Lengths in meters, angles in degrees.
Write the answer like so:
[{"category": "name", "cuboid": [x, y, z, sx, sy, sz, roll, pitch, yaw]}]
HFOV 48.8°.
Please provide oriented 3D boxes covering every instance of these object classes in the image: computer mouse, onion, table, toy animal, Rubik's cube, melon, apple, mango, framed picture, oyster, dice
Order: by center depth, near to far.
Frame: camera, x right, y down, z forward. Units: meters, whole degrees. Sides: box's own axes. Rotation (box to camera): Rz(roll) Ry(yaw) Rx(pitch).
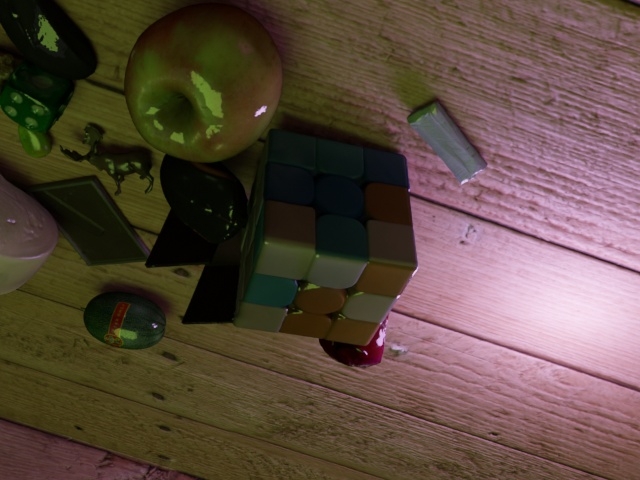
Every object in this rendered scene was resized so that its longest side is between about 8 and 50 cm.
[{"category": "apple", "cuboid": [-0.231, -0.329, 1.454, 0.318, 0.277, 0.319, 10, 129, 13]}, {"category": "computer mouse", "cuboid": [-0.618, -0.456, 1.569, 0.137, 0.086, 0.270, -17, 128, 31]}, {"category": "Rubik's cube", "cuboid": [0.000, 0.000, 1.640, 0.344, 0.347, 0.347, 10, 141, -13]}, {"category": "dice", "cuboid": [-0.671, -0.341, 1.674, 0.128, 0.131, 0.120, 30, 136, -15]}, {"category": "oyster", "cuboid": [-0.807, -0.381, 1.680, 0.232, 0.107, 0.161, -4, 145, 44]}, {"category": "computer mouse", "cuboid": [-0.297, -0.120, 1.698, 0.323, 0.116, 0.183, 39, 124, 38]}, {"category": "toy animal", "cuboid": [-0.542, -0.208, 1.823, 0.214, 0.094, 0.186, -4, 140, 11]}, {"category": "mango", "cuboid": [-0.744, -0.264, 1.836, 0.073, 0.056, 0.108, -11, 130, 20]}, {"category": "table", "cuboid": [-0.291, 0.037, 1.854, 0.196, 0.282, 0.251, -2, 136, 18]}, {"category": "onion", "cuboid": [0.089, 0.262, 2.040, 0.206, 0.206, 0.216, 8, 137, 9]}, {"category": "framed picture", "cuboid": [-0.674, -0.046, 2.077, 0.247, 0.022, 0.335, -5, 135, 23]}, {"category": "melon", "cuboid": [-0.640, 0.256, 2.279, 0.287, 0.182, 0.182, 12, 138, 7]}]

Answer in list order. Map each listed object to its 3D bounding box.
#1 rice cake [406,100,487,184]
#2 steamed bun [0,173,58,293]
[{"category": "rice cake", "cuboid": [0.289, -0.218, 1.580, 0.080, 0.042, 0.221, -27, 122, 33]}, {"category": "steamed bun", "cuboid": [-1.000, -0.028, 1.981, 0.455, 0.290, 0.371, 35, 139, -21]}]
